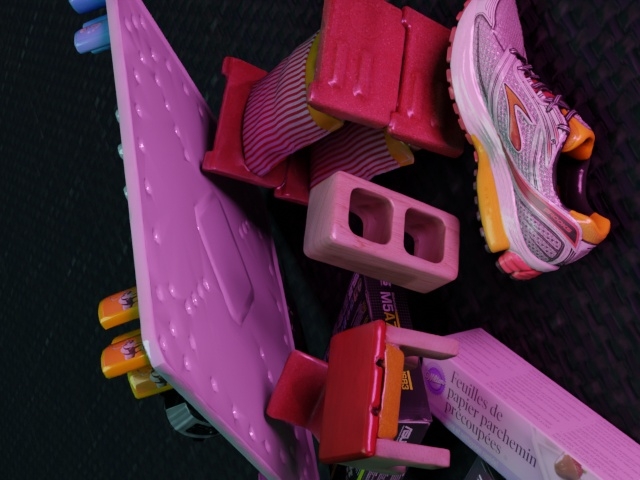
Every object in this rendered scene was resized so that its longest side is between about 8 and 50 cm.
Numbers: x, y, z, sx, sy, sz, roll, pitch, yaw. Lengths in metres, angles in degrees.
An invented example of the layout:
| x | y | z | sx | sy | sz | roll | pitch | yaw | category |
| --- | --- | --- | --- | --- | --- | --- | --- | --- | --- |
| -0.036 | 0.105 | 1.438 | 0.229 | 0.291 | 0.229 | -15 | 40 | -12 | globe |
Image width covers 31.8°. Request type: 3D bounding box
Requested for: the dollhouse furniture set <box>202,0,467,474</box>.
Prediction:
| x | y | z | sx | sy | sz | roll | pitch | yaw | category |
| --- | --- | --- | --- | --- | --- | --- | --- | --- | --- |
| 0.000 | 0.000 | 0.922 | 0.201 | 0.152 | 0.374 | -27 | 50 | 55 | dollhouse furniture set |

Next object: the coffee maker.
| x | y | z | sx | sy | sz | roll | pitch | yaw | category |
| --- | --- | --- | --- | --- | --- | --- | --- | --- | --- |
| -0.100 | 0.128 | 1.274 | 0.178 | 0.120 | 0.171 | -32 | 31 | 54 | coffee maker |

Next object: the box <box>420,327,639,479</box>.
| x | y | z | sx | sy | sz | roll | pitch | yaw | category |
| --- | --- | --- | --- | --- | --- | --- | --- | --- | --- |
| 0.196 | 0.173 | 0.857 | 0.324 | 0.067 | 0.063 | 37 | 127 | 46 | box |

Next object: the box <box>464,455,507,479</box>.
| x | y | z | sx | sy | sz | roll | pitch | yaw | category |
| --- | --- | --- | --- | --- | --- | --- | --- | --- | --- |
| 0.155 | 0.316 | 0.896 | 0.231 | 0.056 | 0.183 | -113 | 36 | -49 | box |

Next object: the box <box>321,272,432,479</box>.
| x | y | z | sx | sy | sz | roll | pitch | yaw | category |
| --- | --- | --- | --- | --- | --- | --- | --- | --- | --- |
| 0.043 | 0.142 | 1.030 | 0.191 | 0.045 | 0.184 | 107 | 159 | -44 | box |

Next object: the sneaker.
| x | y | z | sx | sy | sz | roll | pitch | yaw | category |
| --- | --- | --- | --- | --- | --- | --- | --- | --- | --- |
| 0.163 | -0.088 | 0.853 | 0.092 | 0.088 | 0.225 | -19 | 80 | 36 | sneaker |

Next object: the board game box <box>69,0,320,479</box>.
| x | y | z | sx | sy | sz | roll | pitch | yaw | category |
| --- | --- | --- | --- | --- | --- | --- | --- | --- | --- |
| -0.105 | 0.021 | 0.996 | 0.390 | 0.050 | 0.390 | 60 | -166 | -55 | board game box |
